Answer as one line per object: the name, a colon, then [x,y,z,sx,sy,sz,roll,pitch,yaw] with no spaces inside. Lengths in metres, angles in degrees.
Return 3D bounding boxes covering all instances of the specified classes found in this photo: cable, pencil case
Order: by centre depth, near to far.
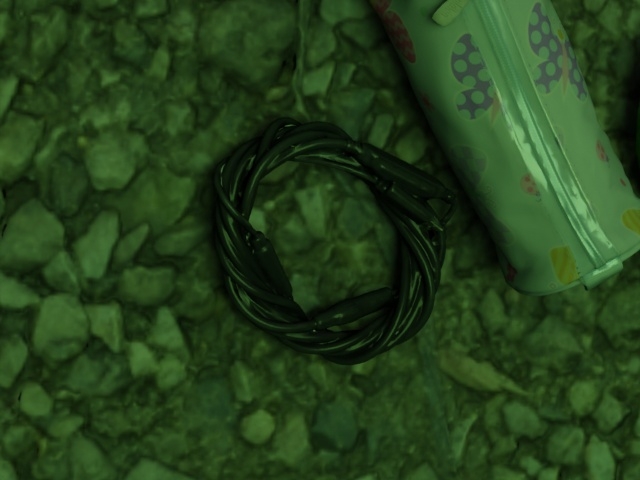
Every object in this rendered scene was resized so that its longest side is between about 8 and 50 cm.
pencil case: [0.128,-0.098,1.268,0.113,0.124,0.273,-31,108,-16]
cable: [0.000,0.000,1.276,0.184,0.047,0.150,24,92,-25]

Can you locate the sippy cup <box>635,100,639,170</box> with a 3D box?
sippy cup: [0.375,-0.063,1.294,0.240,0.224,0.305,-19,115,-18]
